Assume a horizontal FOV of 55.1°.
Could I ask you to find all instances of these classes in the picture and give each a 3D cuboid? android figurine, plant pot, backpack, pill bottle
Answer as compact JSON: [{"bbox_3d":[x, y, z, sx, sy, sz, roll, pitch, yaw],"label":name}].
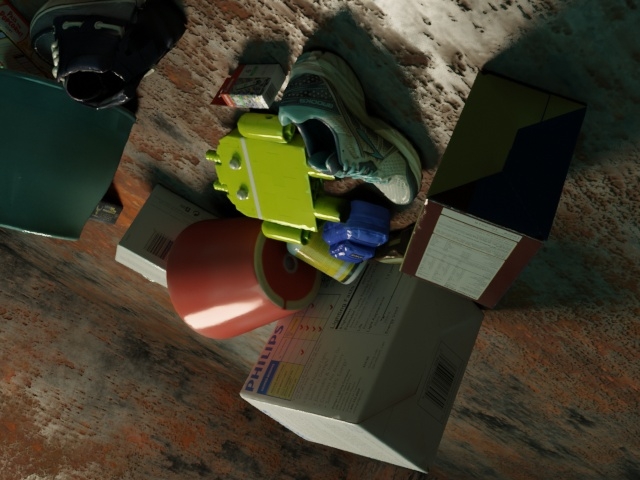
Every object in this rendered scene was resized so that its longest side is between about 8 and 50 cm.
[{"bbox_3d":[-0.080,-0.106,1.056,0.272,0.056,0.248,14,132,26],"label":"android figurine"},{"bbox_3d":[-0.146,0.066,1.306,0.243,0.275,0.275,-14,135,41],"label":"plant pot"},{"bbox_3d":[0.071,-0.017,1.092,0.098,0.101,0.120,10,160,-25],"label":"backpack"},{"bbox_3d":[0.000,0.000,1.190,0.184,0.103,0.103,30,155,-9],"label":"pill bottle"},{"bbox_3d":[-0.499,-0.139,1.107,0.271,0.255,0.271,13,178,0],"label":"plant pot"}]

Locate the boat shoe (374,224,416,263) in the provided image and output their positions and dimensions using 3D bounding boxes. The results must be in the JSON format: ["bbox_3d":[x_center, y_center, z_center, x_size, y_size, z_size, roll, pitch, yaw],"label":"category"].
[{"bbox_3d":[0.176,0.014,1.113,0.072,0.068,0.190,23,168,-22],"label":"boat shoe"}]

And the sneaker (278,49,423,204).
[{"bbox_3d":[0.038,-0.128,0.883,0.110,0.122,0.283,-5,141,49],"label":"sneaker"}]

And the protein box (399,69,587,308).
[{"bbox_3d":[0.208,-0.056,0.769,0.136,0.200,0.201,22,155,9],"label":"protein box"}]

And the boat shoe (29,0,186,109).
[{"bbox_3d":[-0.369,-0.281,0.931,0.340,0.158,0.127,3,147,39],"label":"boat shoe"}]

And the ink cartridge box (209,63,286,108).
[{"bbox_3d":[-0.113,-0.228,0.903,0.115,0.063,0.029,10,152,31],"label":"ink cartridge box"}]

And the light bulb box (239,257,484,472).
[{"bbox_3d":[0.084,0.238,1.270,0.361,0.358,0.225,-5,139,50],"label":"light bulb box"}]

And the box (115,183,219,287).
[{"bbox_3d":[-0.351,0.000,1.430,0.181,0.182,0.119,30,153,-9],"label":"box"}]

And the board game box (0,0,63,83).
[{"bbox_3d":[-0.560,-0.349,1.113,0.146,0.045,0.193,7,149,34],"label":"board game box"}]

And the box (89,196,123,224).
[{"bbox_3d":[-0.610,-0.110,1.524,0.183,0.059,0.232,28,177,-2],"label":"box"}]
